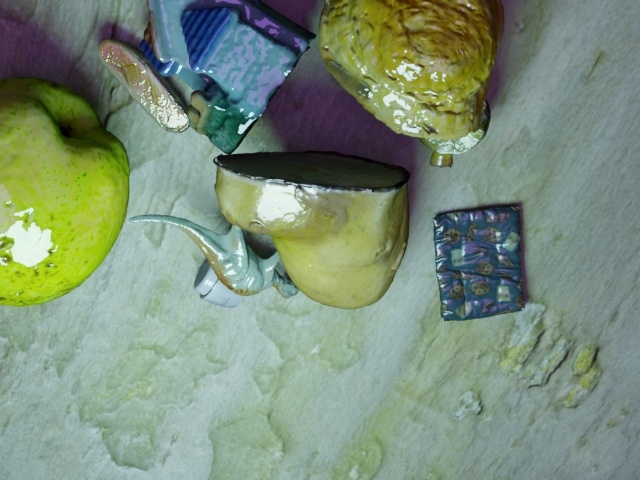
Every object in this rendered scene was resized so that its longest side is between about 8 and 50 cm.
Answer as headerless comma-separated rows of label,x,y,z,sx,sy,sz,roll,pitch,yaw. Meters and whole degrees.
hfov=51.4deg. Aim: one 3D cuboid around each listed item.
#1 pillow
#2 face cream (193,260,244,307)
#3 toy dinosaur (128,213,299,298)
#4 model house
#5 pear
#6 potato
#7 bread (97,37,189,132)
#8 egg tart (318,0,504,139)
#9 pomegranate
pillow,0.338,0.054,1.420,0.189,0.034,0.255,-9,111,-1
face cream,-0.204,0.089,1.368,0.095,0.091,0.091,32,105,-23
toy dinosaur,-0.172,0.003,1.288,0.393,0.092,0.205,10,96,-40
model house,-0.203,-0.339,1.106,0.329,0.295,0.252,39,107,-10
pear,-0.512,-0.093,1.138,0.391,0.391,0.391,-1,110,-3
potato,0.000,0.000,1.222,0.397,0.290,0.296,-12,115,-44
bread,-0.321,-0.290,1.239,0.073,0.053,0.214,-37,111,14
egg tart,0.159,-0.359,1.110,0.339,0.153,0.351,21,86,-2
pomegranate,0.252,-0.229,1.269,0.143,0.122,0.169,14,143,20
